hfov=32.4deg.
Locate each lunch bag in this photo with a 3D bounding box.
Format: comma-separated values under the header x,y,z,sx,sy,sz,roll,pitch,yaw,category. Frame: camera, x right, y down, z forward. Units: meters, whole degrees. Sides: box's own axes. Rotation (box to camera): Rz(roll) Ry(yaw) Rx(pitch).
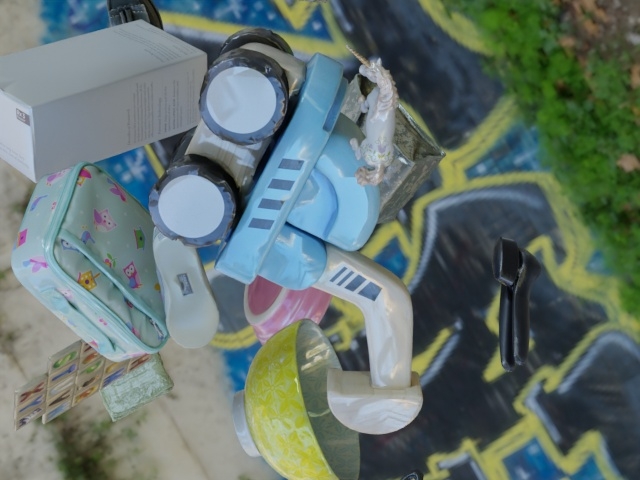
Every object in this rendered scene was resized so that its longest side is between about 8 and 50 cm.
x,y,z,sx,sy,sz,roll,pitch,yaw,category
0.103,-0.210,2.536,0.169,0.235,0.287,-17,-118,-50,lunch bag
-0.316,0.040,1.624,0.279,0.108,0.224,48,-145,-37,lunch bag

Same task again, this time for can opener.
x,y,z,sx,sy,sz,roll,pitch,yaw,category
0.256,0.087,1.468,0.059,0.073,0.186,129,150,-60,can opener

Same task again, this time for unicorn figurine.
x,y,z,sx,sy,sz,roll,pitch,yaw,category
0.061,-0.138,1.218,0.111,0.060,0.162,-136,36,-78,unicorn figurine

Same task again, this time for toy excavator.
x,y,z,sx,sy,sz,roll,pitch,yaw,category
0.000,0.000,1.427,0.445,0.433,0.222,25,-163,-7,toy excavator

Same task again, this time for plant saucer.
x,y,z,sx,sy,sz,roll,pitch,yaw,category
-0.064,0.064,2.241,0.084,0.332,0.332,20,-158,-23,plant saucer

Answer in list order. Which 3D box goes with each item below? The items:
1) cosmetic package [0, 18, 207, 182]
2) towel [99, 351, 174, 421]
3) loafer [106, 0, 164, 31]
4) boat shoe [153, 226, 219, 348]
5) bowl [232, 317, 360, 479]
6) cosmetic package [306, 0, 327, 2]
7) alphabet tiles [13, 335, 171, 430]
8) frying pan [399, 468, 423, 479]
x,y,z,sx,sy,sz,roll,pitch,yaw,category
-0.417,-0.263,2.005,0.217,0.385,0.156,33,134,37,cosmetic package
-0.379,0.291,2.242,0.110,0.148,0.027,61,180,24,towel
-0.357,-0.392,2.196,0.084,0.096,0.267,-87,-16,-49,loafer
-0.198,0.058,1.614,0.081,0.079,0.227,-105,6,-50,boat shoe
-0.054,0.290,1.846,0.289,0.156,0.289,-18,-90,-77,bowl
-0.075,-0.449,1.367,0.309,0.113,0.160,53,-157,5,cosmetic package
-0.361,0.198,1.846,0.011,0.342,0.285,51,150,15,alphabet tiles
-0.009,0.411,1.323,0.197,0.326,0.053,10,156,29,frying pan
